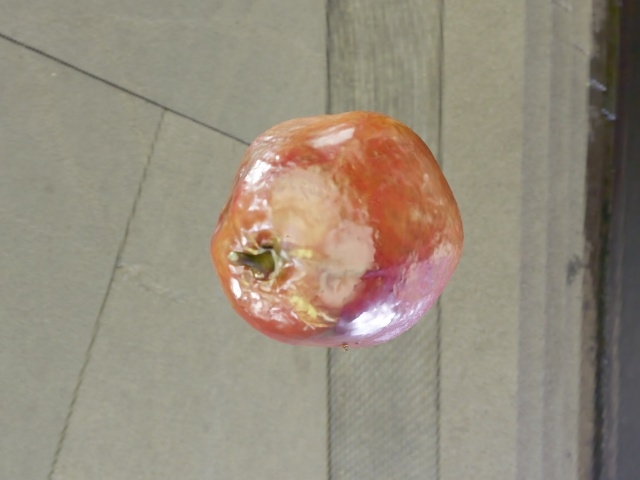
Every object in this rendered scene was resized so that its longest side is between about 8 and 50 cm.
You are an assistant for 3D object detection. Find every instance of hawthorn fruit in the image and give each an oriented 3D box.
[{"bbox_3d":[0.000,0.000,0.877,0.261,0.224,0.224,-31,116,-53],"label":"hawthorn fruit"}]
